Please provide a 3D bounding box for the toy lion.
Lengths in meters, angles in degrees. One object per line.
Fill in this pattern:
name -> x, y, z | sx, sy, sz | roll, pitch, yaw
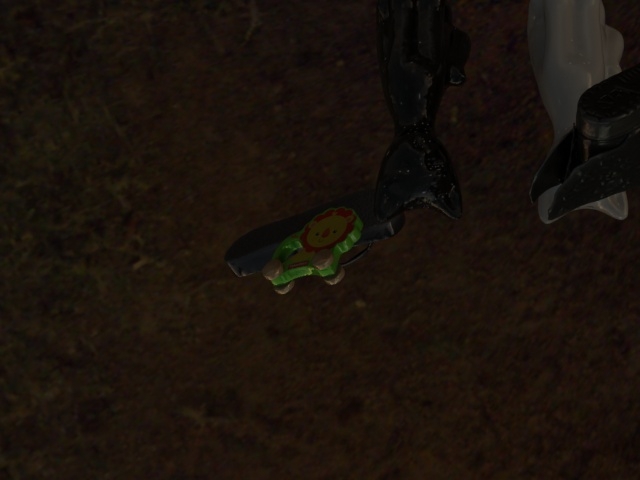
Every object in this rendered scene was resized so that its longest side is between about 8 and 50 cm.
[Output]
toy lion -> -0.004, 0.005, 1.152 | 0.100, 0.096, 0.034 | -13, 131, 29

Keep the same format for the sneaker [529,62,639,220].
sneaker -> 0.228, -0.080, 0.772 | 0.051, 0.170, 0.089 | 55, 163, 40

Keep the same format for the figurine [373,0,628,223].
figurine -> 0.149, -0.106, 0.902 | 0.215, 0.209, 0.092 | 1, 153, 6

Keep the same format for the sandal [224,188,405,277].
sandal -> 0.000, 0.000, 1.258 | 0.254, 0.097, 0.054 | -14, 117, 41
